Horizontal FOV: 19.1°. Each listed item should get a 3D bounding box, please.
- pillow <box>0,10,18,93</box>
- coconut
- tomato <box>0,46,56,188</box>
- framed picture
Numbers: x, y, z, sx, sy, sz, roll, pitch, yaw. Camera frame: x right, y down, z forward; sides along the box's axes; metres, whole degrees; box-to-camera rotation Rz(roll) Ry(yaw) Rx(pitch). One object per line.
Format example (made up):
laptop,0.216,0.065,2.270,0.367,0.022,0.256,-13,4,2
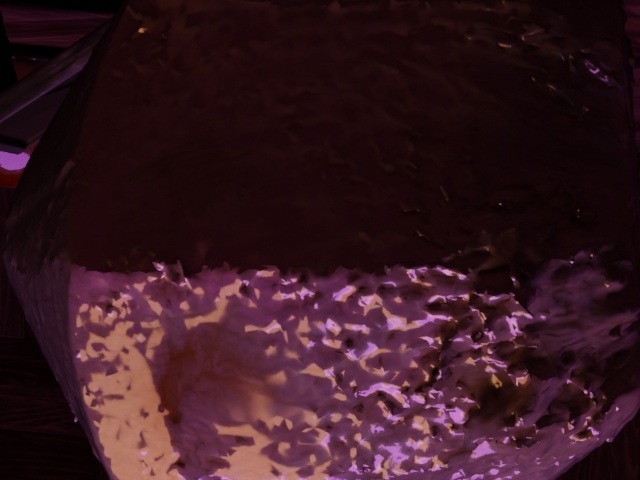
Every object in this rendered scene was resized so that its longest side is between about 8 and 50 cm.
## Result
pillow,-0.255,-0.103,1.046,0.162,0.092,0.335,-1,179,-2
coconut,0.000,0.000,0.919,0.310,0.297,0.297,-4,179,10
tomato,-0.248,-0.098,1.543,0.228,0.112,0.199,5,180,-28
framed picture,-0.137,-0.099,1.133,0.150,0.015,0.203,-34,-179,0
